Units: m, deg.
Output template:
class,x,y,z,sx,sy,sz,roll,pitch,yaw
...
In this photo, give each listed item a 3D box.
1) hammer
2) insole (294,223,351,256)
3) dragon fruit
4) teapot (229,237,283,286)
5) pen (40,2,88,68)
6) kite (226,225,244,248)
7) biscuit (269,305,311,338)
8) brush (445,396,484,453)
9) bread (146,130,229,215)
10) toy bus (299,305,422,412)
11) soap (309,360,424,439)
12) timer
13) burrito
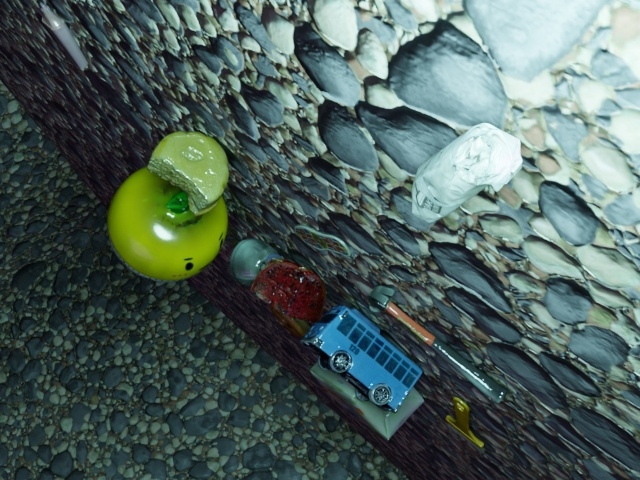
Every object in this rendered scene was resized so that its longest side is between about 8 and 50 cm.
class,x,y,z,sx,sy,sz,roll,pitch,yaw
hammer,0.193,0.175,1.216,0.287,0.033,0.111,39,165,19
insole,0.000,0.000,1.299,0.065,0.006,0.193,51,164,-26
dragon fruit,-0.054,0.106,1.565,0.120,0.127,0.161,37,-174,38
teapot,-0.128,0.069,1.633,0.108,0.111,0.149,14,145,46
pen,-0.547,-0.436,1.510,0.053,0.032,0.197,40,167,17
kite,-0.224,-0.004,1.878,0.160,0.010,0.183,45,162,11
biscuit,-0.088,0.246,2.119,0.170,0.050,0.170,41,166,13
brush,0.310,0.393,1.544,0.103,0.013,0.272,35,162,29
bread,-0.232,-0.137,1.320,0.156,0.125,0.086,44,157,-7
toy bus,0.084,0.241,1.487,0.234,0.134,0.116,41,166,-9
soap,0.108,0.341,1.691,0.182,0.138,0.199,52,163,-30
timer,-0.316,-0.056,1.535,0.285,0.285,0.285,40,165,13
burrito,0.130,-0.062,0.682,0.064,0.064,0.203,45,166,-3
